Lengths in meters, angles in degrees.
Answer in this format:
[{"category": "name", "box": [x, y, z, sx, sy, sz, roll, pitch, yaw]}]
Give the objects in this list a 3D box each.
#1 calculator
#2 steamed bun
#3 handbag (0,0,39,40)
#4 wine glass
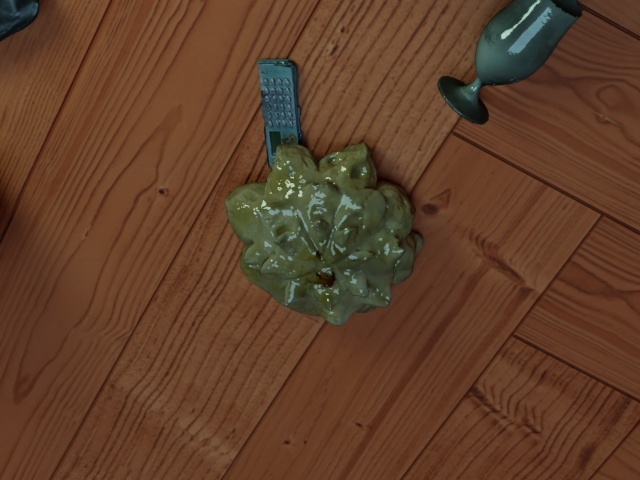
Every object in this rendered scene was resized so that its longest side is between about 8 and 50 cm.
[{"category": "calculator", "box": [-0.054, -0.176, 2.046, 0.057, 0.018, 0.172, 2, 123, 10]}, {"category": "steamed bun", "box": [0.000, 0.000, 2.072, 0.292, 0.137, 0.295, 26, 124, -10]}, {"category": "handbag", "box": [-0.533, -0.404, 1.951, 0.192, 0.075, 0.332, -24, 113, 22]}, {"category": "wine glass", "box": [0.250, -0.251, 1.902, 0.093, 0.093, 0.202, 35, 123, -12]}]
